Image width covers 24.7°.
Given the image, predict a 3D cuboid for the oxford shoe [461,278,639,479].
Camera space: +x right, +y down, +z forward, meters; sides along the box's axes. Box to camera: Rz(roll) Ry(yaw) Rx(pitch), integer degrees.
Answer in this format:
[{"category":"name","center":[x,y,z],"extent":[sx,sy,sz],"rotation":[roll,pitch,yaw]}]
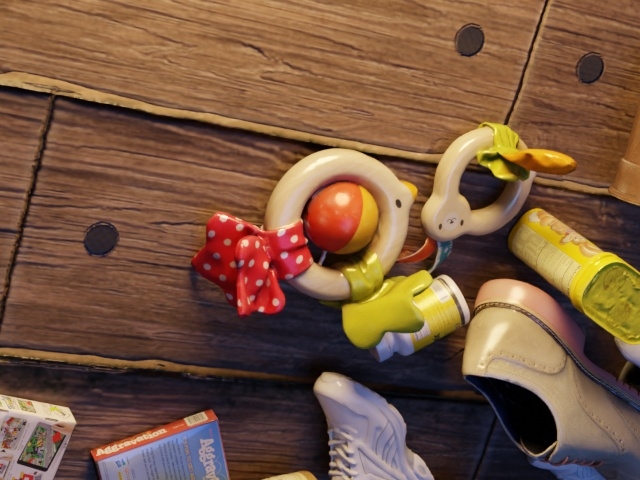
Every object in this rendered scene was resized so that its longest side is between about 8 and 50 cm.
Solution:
[{"category":"oxford shoe","center":[0.295,0.221,1.742],"extent":[0.397,0.140,0.146],"rotation":[43,56,-23]}]

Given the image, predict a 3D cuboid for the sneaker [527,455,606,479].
[{"category":"sneaker","center":[0.324,0.295,1.870],"extent":[0.152,0.054,0.061],"rotation":[13,109,-29]}]

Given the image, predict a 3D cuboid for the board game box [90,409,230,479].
[{"category":"board game box","center":[-0.165,0.337,1.676],"extent":[0.145,0.027,0.281],"rotation":[-17,118,-16]}]

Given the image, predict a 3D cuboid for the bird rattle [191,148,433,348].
[{"category":"bird rattle","center":[0.000,0.000,1.573],"extent":[0.253,0.143,0.207],"rotation":[21,91,-18]}]

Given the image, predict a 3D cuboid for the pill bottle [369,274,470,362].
[{"category":"pill bottle","center":[0.106,0.092,1.669],"extent":[0.116,0.065,0.065],"rotation":[-27,121,-11]}]

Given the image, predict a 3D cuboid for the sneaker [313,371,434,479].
[{"category":"sneaker","center":[0.047,0.251,1.683],"extent":[0.115,0.090,0.232],"rotation":[-46,124,-21]}]

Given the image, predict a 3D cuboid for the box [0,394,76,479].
[{"category":"box","center":[-0.350,0.265,1.551],"extent":[0.114,0.036,0.207],"rotation":[17,105,-30]}]

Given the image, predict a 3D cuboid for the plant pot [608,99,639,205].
[{"category":"plant pot","center":[0.427,-0.122,1.675],"extent":[0.167,0.167,0.165],"rotation":[2,103,-26]}]

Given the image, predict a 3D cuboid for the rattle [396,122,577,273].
[{"category":"rattle","center":[0.182,-0.023,1.613],"extent":[0.200,0.142,0.130],"rotation":[-48,142,-6]}]

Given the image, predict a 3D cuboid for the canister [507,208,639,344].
[{"category":"canister","center":[0.302,0.037,1.672],"extent":[0.126,0.170,0.073],"rotation":[33,96,-33]}]

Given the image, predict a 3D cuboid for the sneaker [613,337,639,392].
[{"category":"sneaker","center":[0.445,0.221,1.869],"extent":[0.146,0.122,0.331],"rotation":[-17,121,3]}]

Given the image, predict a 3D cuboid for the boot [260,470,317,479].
[{"category":"boot","center":[-0.099,0.396,1.641],"extent":[0.203,0.095,0.262],"rotation":[-1,98,-28]}]
